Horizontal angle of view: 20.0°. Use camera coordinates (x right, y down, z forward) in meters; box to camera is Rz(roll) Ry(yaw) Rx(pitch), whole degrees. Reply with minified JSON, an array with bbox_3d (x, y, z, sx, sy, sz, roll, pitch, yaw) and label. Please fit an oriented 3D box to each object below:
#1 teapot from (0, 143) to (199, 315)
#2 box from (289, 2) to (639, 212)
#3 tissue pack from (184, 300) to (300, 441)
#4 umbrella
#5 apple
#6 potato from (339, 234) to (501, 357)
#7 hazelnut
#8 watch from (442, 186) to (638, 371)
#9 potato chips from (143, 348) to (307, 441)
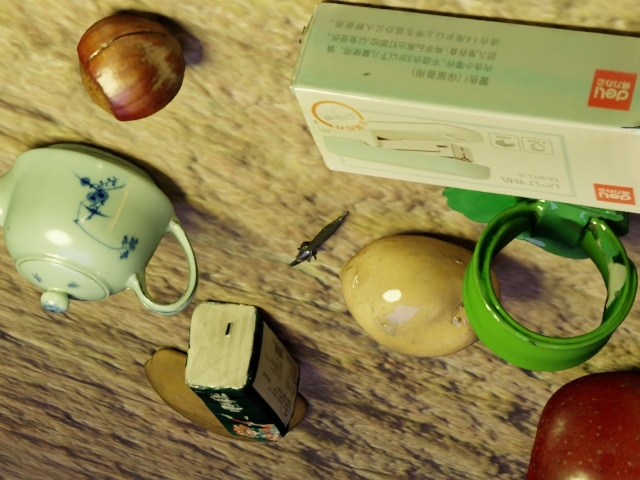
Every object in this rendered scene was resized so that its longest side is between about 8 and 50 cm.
[{"bbox_3d":[-0.222,0.002,1.683,0.232,0.159,0.159,17,157,-3],"label":"teapot"},{"bbox_3d":[0.123,-0.096,1.312,0.269,0.079,0.135,9,157,17],"label":"box"},{"bbox_3d":[-0.085,0.145,1.985,0.090,0.103,0.170,0,154,18],"label":"tissue pack"},{"bbox_3d":[-0.004,0.002,1.703,0.022,0.022,0.149,-22,169,-22],"label":"umbrella"},{"bbox_3d":[0.303,0.239,1.795,0.201,0.218,0.218,6,156,11],"label":"apple"},{"bbox_3d":[0.090,0.045,1.636,0.147,0.112,0.112,8,157,0],"label":"potato"},{"bbox_3d":[-0.146,-0.135,1.414,0.086,0.086,0.086,14,157,6],"label":"hazelnut"},{"bbox_3d":[0.169,0.024,1.470,0.165,0.152,0.131,15,160,-1],"label":"watch"},{"bbox_3d":[-0.122,0.197,2.184,0.195,0.062,0.208,5,157,29],"label":"potato chips"}]
